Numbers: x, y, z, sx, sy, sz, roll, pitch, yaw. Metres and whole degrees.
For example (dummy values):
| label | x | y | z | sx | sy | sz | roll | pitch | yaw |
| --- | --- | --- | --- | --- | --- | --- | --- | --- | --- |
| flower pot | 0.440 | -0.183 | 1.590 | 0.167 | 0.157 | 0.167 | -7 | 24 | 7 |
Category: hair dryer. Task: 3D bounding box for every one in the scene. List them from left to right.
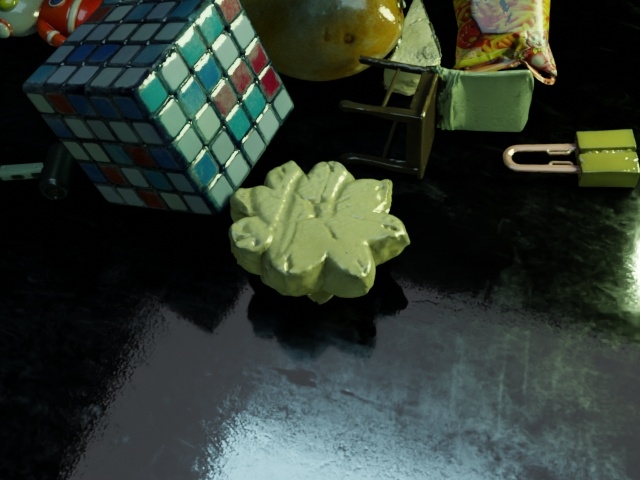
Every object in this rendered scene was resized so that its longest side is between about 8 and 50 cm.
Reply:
| label | x | y | z | sx | sy | sz | roll | pitch | yaw |
| --- | --- | --- | --- | --- | --- | --- | --- | --- | --- |
| hair dryer | -0.552 | -0.123 | 1.673 | 0.198 | 0.057 | 0.100 | -3 | 53 | 13 |

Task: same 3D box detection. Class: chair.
| label | x | y | z | sx | sy | sz | roll | pitch | yaw |
| --- | --- | --- | --- | --- | --- | --- | --- | --- | --- |
| chair | 0.208 | -0.220 | 1.618 | 0.319 | 0.160 | 0.186 | 11 | 50 | 13 |

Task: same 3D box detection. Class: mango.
| label | x | y | z | sx | sy | sz | roll | pitch | yaw |
| --- | --- | --- | --- | --- | --- | --- | --- | --- | --- |
| mango | -0.017 | -0.417 | 1.748 | 0.384 | 0.199 | 0.221 | -5 | 78 | 19 |

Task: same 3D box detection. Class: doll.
| label | x | y | z | sx | sy | sz | roll | pitch | yaw |
| --- | --- | --- | --- | --- | --- | --- | --- | --- | --- |
| doll | -0.586 | -0.491 | 1.905 | 0.337 | 0.105 | 0.199 | 9 | 55 | 10 |

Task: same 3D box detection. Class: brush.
| label | x | y | z | sx | sy | sz | roll | pitch | yaw |
| --- | --- | --- | --- | --- | --- | --- | --- | --- | --- |
| brush | 0.445 | -0.146 | 1.610 | 0.233 | 0.047 | 0.103 | -1 | 54 | 6 |

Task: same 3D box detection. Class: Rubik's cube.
| label | x | y | z | sx | sy | sz | roll | pitch | yaw |
| --- | --- | --- | --- | --- | --- | --- | --- | --- | --- |
| Rubik's cube | -0.269 | -0.245 | 1.542 | 0.293 | 0.287 | 0.292 | 6 | 52 | 35 |

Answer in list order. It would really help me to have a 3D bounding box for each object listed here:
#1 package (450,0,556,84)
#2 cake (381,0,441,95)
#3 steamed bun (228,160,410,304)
| label | x | y | z | sx | sy | sz | roll | pitch | yaw |
| --- | --- | --- | --- | --- | --- | --- | --- | --- | --- |
| package | 0.351 | -0.441 | 1.765 | 0.223 | 0.108 | 0.288 | 0 | 81 | 10 |
| cake | 0.209 | -0.386 | 1.778 | 0.117 | 0.086 | 0.220 | 16 | 57 | 16 |
| steamed bun | 0.000 | 0.000 | 1.484 | 0.295 | 0.137 | 0.292 | -29 | 53 | -26 |
